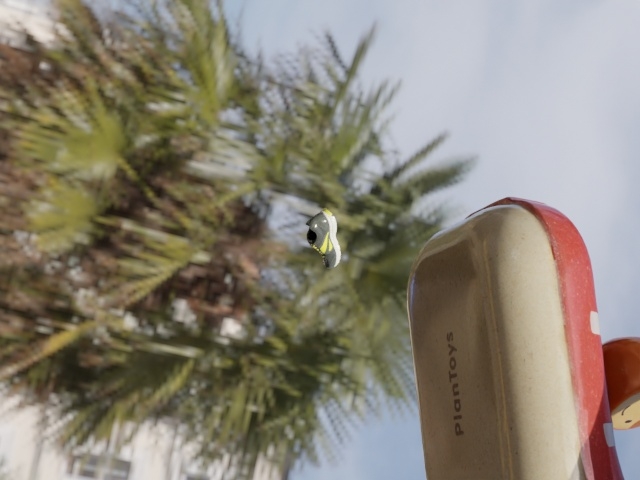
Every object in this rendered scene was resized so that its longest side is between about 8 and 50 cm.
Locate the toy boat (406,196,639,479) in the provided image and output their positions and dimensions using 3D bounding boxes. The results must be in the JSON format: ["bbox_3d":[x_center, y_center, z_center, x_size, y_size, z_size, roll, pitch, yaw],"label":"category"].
[{"bbox_3d":[0.147,0.091,0.803,0.151,0.151,0.231,151,-65,-66],"label":"toy boat"}]

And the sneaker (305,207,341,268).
[{"bbox_3d":[0.000,0.000,1.568,0.031,0.035,0.083,45,-29,47],"label":"sneaker"}]
